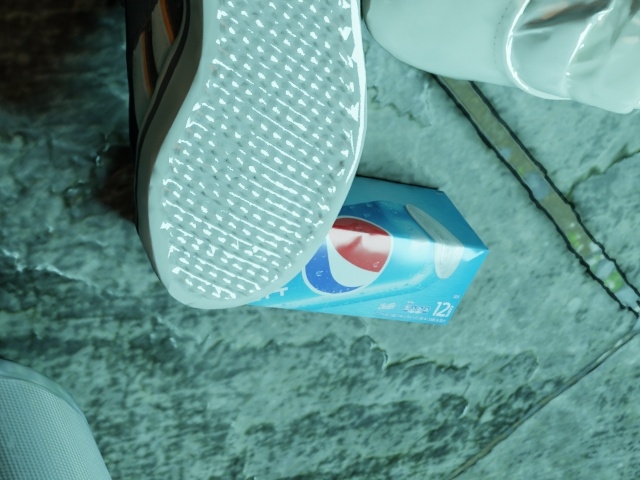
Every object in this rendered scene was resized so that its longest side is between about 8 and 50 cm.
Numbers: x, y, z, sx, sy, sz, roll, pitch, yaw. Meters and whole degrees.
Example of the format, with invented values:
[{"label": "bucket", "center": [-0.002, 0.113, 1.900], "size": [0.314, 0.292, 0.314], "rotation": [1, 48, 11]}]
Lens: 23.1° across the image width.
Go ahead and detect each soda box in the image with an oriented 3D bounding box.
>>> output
[{"label": "soda box", "center": [0.000, 0.000, 1.000], "size": [0.210, 0.071, 0.067], "rotation": [7, 123, -34]}]

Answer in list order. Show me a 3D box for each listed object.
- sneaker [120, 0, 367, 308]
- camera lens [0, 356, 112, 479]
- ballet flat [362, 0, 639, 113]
[{"label": "sneaker", "center": [-0.044, -0.119, 0.831], "size": [0.126, 0.127, 0.321], "rotation": [-6, 128, -22]}, {"label": "camera lens", "center": [-0.210, 0.218, 0.919], "size": [0.219, 0.274, 0.219], "rotation": [-16, 133, -18]}, {"label": "ballet flat", "center": [0.222, -0.134, 0.972], "size": [0.400, 0.139, 0.139], "rotation": [0, 127, -29]}]
